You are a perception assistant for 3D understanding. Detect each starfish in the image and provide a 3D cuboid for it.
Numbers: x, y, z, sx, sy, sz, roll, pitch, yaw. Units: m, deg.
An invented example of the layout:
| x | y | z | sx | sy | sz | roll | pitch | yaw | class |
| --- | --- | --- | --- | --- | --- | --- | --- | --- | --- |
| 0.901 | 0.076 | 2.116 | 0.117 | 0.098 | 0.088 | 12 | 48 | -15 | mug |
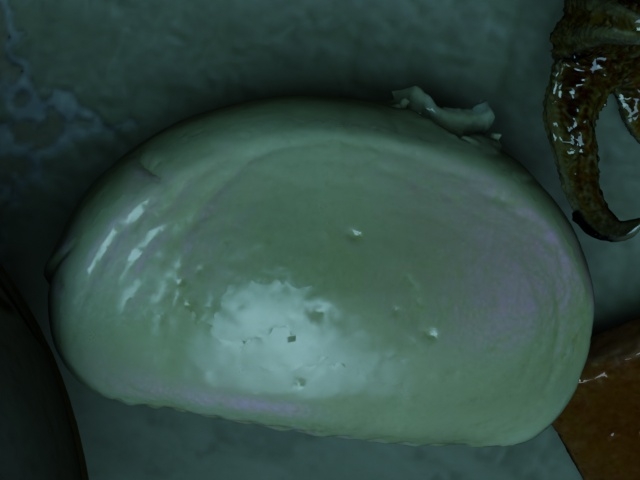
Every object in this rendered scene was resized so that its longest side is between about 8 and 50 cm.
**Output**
| x | y | z | sx | sy | sz | roll | pitch | yaw | class |
| --- | --- | --- | --- | --- | --- | --- | --- | --- | --- |
| 0.138 | -0.078 | 0.785 | 0.074 | 0.190 | 0.146 | 28 | 107 | 20 | starfish |

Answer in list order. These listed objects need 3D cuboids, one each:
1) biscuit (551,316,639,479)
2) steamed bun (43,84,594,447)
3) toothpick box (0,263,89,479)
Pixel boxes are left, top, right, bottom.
| x | y | z | sx | sy | sz | roll | pitch | yaw | class |
| --- | --- | --- | --- | --- | --- | --- | --- | --- | --- |
| 0.255 | 0.106 | 0.916 | 0.306 | 0.043 | 0.284 | 18 | 124 | -6 | biscuit |
| 0.000 | 0.000 | 0.817 | 0.239 | 0.170 | 0.152 | 10 | 97 | -6 | steamed bun |
| -0.299 | 0.121 | 0.719 | 0.409 | 0.425 | 0.409 | -2 | 100 | -12 | toothpick box |
